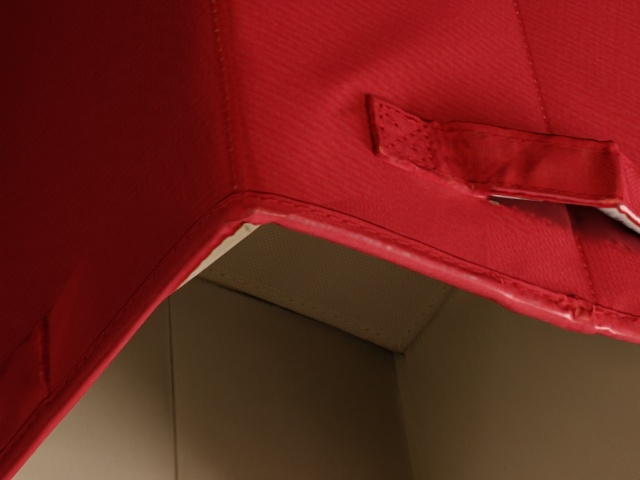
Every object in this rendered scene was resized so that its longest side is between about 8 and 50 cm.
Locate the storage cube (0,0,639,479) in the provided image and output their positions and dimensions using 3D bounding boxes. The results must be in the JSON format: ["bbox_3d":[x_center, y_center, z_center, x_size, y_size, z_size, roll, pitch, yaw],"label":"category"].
[{"bbox_3d":[0.000,0.000,0.532,0.184,0.215,0.193,17,45,-27],"label":"storage cube"}]
